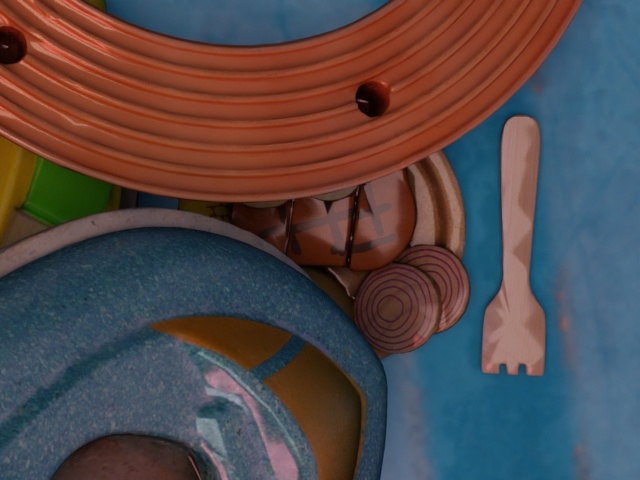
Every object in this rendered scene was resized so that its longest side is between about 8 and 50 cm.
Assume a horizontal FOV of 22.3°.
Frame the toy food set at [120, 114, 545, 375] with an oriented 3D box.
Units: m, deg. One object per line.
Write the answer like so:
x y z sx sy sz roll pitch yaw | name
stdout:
0.000 0.000 0.685 0.192 0.038 0.132 1 94 4 | toy food set

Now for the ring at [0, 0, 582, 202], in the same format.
-0.039 -0.179 0.629 0.337 0.032 0.336 2 83 -16 | ring

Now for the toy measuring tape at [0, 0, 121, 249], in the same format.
-0.159 0.040 0.641 0.121 0.121 0.330 16 78 3 | toy measuring tape

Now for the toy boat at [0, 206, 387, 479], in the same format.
-0.039 0.145 0.564 0.148 0.267 0.318 -8 106 43 | toy boat
